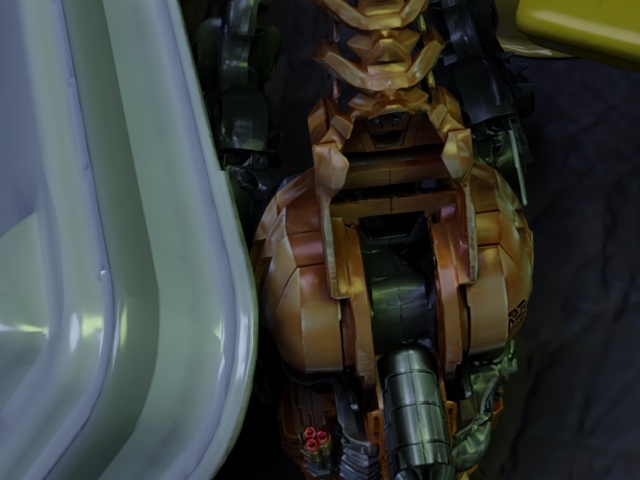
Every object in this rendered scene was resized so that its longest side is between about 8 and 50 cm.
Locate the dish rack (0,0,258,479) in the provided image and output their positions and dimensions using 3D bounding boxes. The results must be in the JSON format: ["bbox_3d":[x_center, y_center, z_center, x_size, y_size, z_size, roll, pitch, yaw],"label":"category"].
[{"bbox_3d":[-0.146,0.001,0.554,0.285,0.072,0.333,-51,41,38],"label":"dish rack"}]

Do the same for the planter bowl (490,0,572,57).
[{"bbox_3d":[0.109,-0.200,0.599,0.217,0.090,0.217,-5,75,20],"label":"planter bowl"}]

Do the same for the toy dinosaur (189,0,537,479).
[{"bbox_3d":[0.030,-0.003,0.486,0.218,0.164,0.322,-99,24,-48],"label":"toy dinosaur"}]

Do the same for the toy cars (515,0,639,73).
[{"bbox_3d":[0.109,-0.217,0.510,0.176,0.087,0.394,-20,66,3],"label":"toy cars"}]
